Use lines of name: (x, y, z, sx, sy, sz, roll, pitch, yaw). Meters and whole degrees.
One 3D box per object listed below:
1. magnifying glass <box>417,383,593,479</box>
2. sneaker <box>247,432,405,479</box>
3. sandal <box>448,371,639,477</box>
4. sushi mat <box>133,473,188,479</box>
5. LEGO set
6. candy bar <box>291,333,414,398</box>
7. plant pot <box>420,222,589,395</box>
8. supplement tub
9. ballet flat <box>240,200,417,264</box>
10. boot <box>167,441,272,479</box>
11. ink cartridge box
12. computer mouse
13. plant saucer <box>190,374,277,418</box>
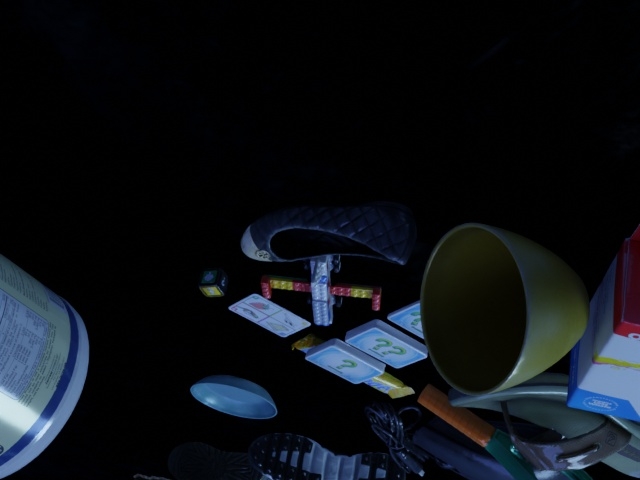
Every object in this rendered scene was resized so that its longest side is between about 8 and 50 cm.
magnifying glass: (0.212, 0.234, 1.035, 0.231, 0.092, 0.026, 32, 115, 14)
sneaker: (0.007, 0.347, 1.370, 0.234, 0.078, 0.106, 9, 149, 7)
sandal: (0.273, 0.213, 0.991, 0.303, 0.086, 0.120, 25, 151, -21)
sushi mat: (-0.163, 0.446, 1.553, 0.152, 0.019, 0.316, -2, 152, 32)
LEGO set: (0.003, 0.083, 0.912, 0.244, 0.060, 0.182, 31, 140, -28)
candy bar: (0.037, 0.144, 1.055, 0.162, 0.018, 0.040, 30, 148, -27)
plant pot: (0.157, 0.054, 0.742, 0.095, 0.134, 0.134, 1, 160, -30)
supplement tub: (-0.424, 0.091, 0.948, 0.236, 0.235, 0.325, -4, 147, 31)
ballet flat: (0.000, 0.000, 0.778, 0.173, 0.049, 0.057, -7, 148, 34)
boot: (-0.142, 0.412, 1.581, 0.190, 0.076, 0.208, 8, 158, 17)
ink cartridge box: (0.291, 0.074, 0.744, 0.134, 0.078, 0.231, 11, 151, 7)
computer mouse: (0.197, 0.275, 1.156, 0.272, 0.072, 0.188, 1, 148, 24)
plant saucer: (-0.113, 0.205, 1.231, 0.119, 0.021, 0.119, 12, 152, 7)
